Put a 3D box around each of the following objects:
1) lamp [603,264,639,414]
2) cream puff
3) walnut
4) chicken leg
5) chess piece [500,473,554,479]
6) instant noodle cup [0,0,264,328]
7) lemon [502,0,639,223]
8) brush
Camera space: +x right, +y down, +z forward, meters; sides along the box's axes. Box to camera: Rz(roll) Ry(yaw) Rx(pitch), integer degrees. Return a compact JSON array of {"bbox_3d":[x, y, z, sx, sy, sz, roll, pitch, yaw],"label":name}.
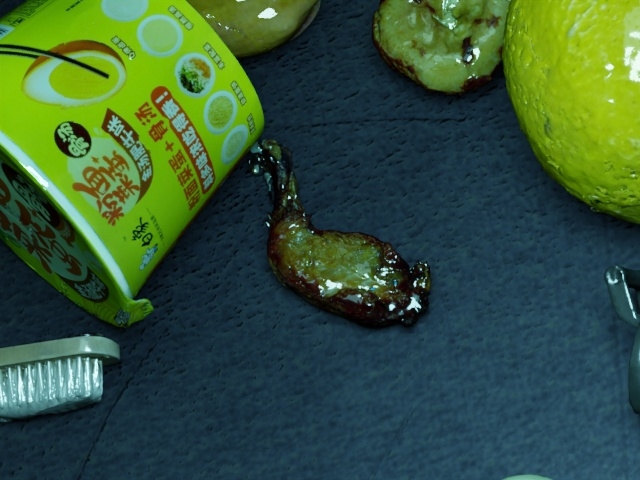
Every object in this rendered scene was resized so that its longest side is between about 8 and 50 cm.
[{"bbox_3d":[0.340,0.117,1.464,0.227,0.147,0.172,6,90,29],"label":"lamp"},{"bbox_3d":[0.125,-0.197,1.704,0.149,0.084,0.149,-7,67,16],"label":"cream puff"},{"bbox_3d":[-0.106,-0.234,1.774,0.245,0.137,0.137,5,66,23],"label":"walnut"},{"bbox_3d":[0.000,0.000,1.666,0.106,0.051,0.253,-39,59,-11],"label":"chicken leg"},{"bbox_3d":[0.236,0.249,1.423,0.251,0.144,0.144,10,68,27],"label":"chess piece"},{"bbox_3d":[-0.206,-0.103,1.657,0.311,0.311,0.221,36,71,29],"label":"instant noodle cup"},{"bbox_3d":[0.282,-0.159,1.536,0.258,0.258,0.310,-14,64,11],"label":"lemon"},{"bbox_3d":[-0.342,0.142,1.699,0.327,0.070,0.065,-8,73,15],"label":"brush"}]
